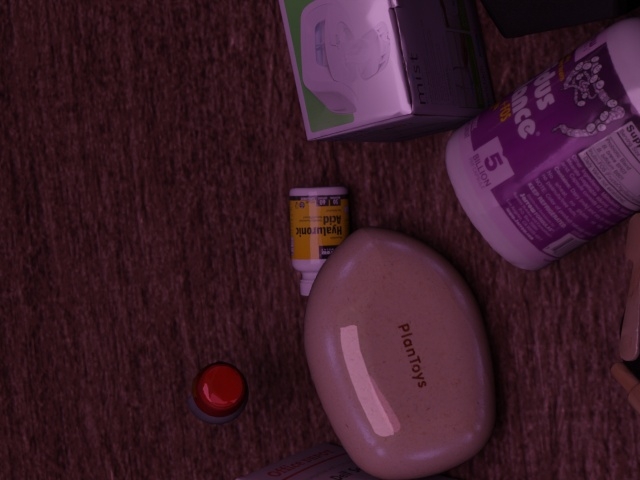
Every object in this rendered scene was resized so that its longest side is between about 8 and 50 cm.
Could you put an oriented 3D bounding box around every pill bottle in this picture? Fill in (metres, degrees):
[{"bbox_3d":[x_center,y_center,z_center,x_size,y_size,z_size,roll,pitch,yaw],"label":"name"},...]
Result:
[{"bbox_3d":[0.284,-0.111,1.922,0.301,0.169,0.169,-34,78,24],"label":"pill bottle"},{"bbox_3d":[0.000,0.000,2.131,0.065,0.065,0.116,-1,93,27],"label":"pill bottle"}]

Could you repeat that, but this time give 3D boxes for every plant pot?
[{"bbox_3d":[0.238,-0.297,1.940,0.187,0.188,0.167,-8,102,27],"label":"plant pot"}]

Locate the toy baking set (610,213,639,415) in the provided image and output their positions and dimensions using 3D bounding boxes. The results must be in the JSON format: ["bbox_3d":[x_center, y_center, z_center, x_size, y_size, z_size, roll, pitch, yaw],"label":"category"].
[{"bbox_3d":[0.349,0.093,1.848,0.256,0.030,0.197,46,118,46],"label":"toy baking set"}]

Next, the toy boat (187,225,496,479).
[{"bbox_3d":[0.017,0.128,2.061,0.318,0.148,0.268,-11,83,-7],"label":"toy boat"}]

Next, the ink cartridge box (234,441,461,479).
[{"bbox_3d":[0.041,0.304,2.046,0.353,0.207,0.119,12,101,26],"label":"ink cartridge box"}]

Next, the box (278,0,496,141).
[{"bbox_3d":[0.063,-0.237,1.994,0.126,0.231,0.262,-13,88,27],"label":"box"}]

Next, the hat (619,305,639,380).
[{"bbox_3d":[0.432,0.080,1.864,0.331,0.134,0.331,-15,72,58],"label":"hat"}]
